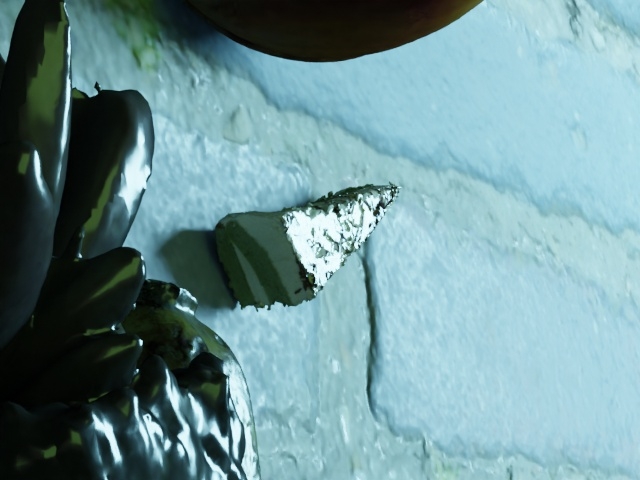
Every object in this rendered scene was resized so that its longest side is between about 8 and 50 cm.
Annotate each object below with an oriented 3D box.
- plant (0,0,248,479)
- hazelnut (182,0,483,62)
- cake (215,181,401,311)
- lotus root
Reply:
[{"bbox_3d":[-0.137,0.068,0.721,0.181,0.194,0.320,-14,92,-70],"label":"plant"},{"bbox_3d":[0.008,-0.186,1.058,0.208,0.208,0.208,30,52,-47],"label":"hazelnut"},{"bbox_3d":[0.000,0.000,1.057,0.140,0.051,0.055,-18,96,-58],"label":"cake"},{"bbox_3d":[-0.071,0.106,0.872,0.089,0.081,0.179,7,75,-61],"label":"lotus root"}]
